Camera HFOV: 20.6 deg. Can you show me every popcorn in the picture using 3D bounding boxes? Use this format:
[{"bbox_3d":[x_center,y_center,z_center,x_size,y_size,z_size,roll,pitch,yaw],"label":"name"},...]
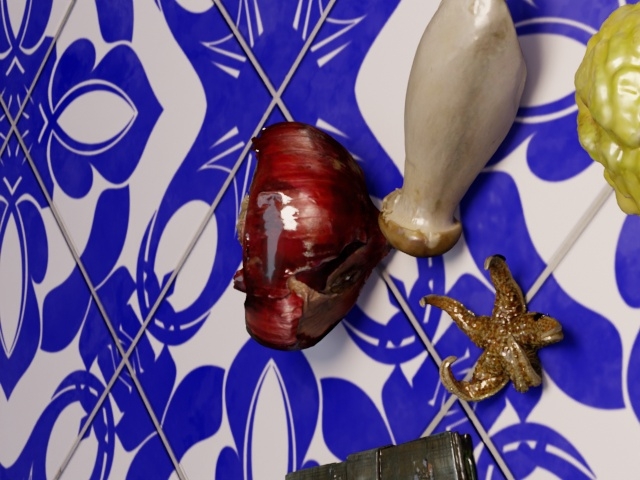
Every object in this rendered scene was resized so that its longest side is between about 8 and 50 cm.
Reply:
[{"bbox_3d":[0.342,-0.125,1.587,0.212,0.259,0.259,-25,69,33],"label":"popcorn"}]

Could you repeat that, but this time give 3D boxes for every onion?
[{"bbox_3d":[0.000,0.000,2.042,0.272,0.195,0.272,1,-90,-84],"label":"onion"}]

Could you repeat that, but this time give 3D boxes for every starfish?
[{"bbox_3d":[0.192,0.092,1.869,0.190,0.074,0.146,-18,76,50],"label":"starfish"}]

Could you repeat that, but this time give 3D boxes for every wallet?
[{"bbox_3d":[0.068,0.326,2.044,0.317,0.044,0.169,-21,71,49],"label":"wallet"}]

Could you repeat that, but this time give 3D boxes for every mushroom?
[{"bbox_3d":[0.146,-0.139,1.892,0.128,0.128,0.350,46,130,42],"label":"mushroom"}]
